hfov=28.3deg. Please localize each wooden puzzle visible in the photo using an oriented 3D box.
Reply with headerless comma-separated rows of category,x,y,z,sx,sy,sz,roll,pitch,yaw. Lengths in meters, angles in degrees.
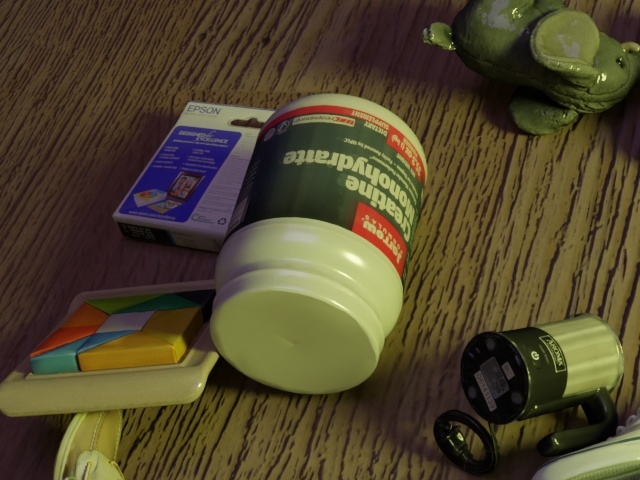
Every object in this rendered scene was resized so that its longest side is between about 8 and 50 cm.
wooden puzzle,-0.200,0.100,1.325,0.221,0.044,0.238,-6,23,13

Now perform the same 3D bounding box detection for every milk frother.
milk frother,0.190,0.144,1.181,0.135,0.129,0.143,-6,-9,-39

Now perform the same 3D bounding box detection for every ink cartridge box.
ink cartridge box,-0.111,-0.076,1.515,0.206,0.045,0.208,9,52,26

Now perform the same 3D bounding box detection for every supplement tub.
supplement tub,0.000,0.000,1.303,0.191,0.191,0.272,-1,48,17

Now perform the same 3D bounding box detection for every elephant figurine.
elephant figurine,0.277,-0.205,1.448,0.186,0.169,0.239,-46,62,13

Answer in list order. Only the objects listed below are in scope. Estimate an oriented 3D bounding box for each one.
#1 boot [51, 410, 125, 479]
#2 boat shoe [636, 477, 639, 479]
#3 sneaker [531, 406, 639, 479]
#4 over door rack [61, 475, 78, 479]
boot,-0.175,0.247,1.208,0.165,0.077,0.213,-3,52,17
boat shoe,0.375,0.231,0.992,0.367,0.156,0.136,-16,-3,-23
sneaker,0.302,0.184,1.115,0.258,0.094,0.091,-13,34,-5
over door rack,-0.267,0.375,1.046,0.240,0.108,0.324,-25,62,-7
